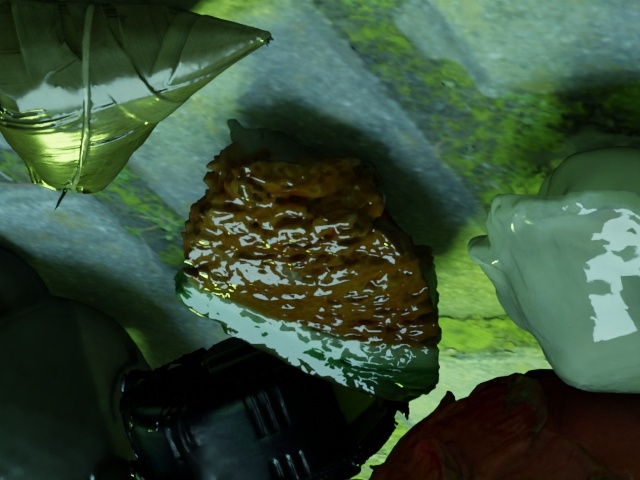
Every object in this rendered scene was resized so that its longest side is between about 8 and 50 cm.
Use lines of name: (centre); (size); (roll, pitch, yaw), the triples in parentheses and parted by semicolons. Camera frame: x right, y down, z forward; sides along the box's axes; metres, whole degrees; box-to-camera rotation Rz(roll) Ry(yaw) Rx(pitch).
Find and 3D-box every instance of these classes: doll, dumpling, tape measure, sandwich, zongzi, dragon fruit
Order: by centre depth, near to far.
dumpling: (0.167, 0.018, 1.014); (0.162, 0.132, 0.250); (-7, 162, 23)
zongzi: (-0.098, -0.074, 1.052); (0.178, 0.081, 0.189); (0, 156, 10)
dragon fruit: (0.157, 0.209, 1.091); (0.342, 0.277, 0.277); (9, 154, -2)
sandwich: (0.008, 0.004, 1.116); (0.185, 0.109, 0.160); (21, 133, -5)
tape measure: (-0.037, 0.115, 1.221); (0.112, 0.199, 0.186); (68, 167, -11)
doll: (-0.239, 0.183, 1.438); (0.382, 0.252, 0.378); (40, 145, -28)
